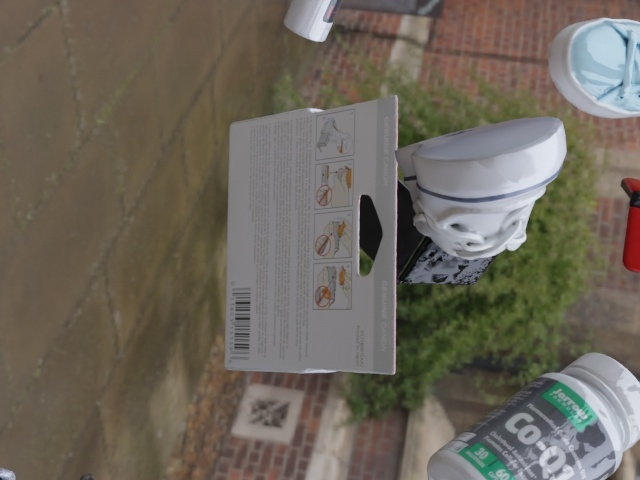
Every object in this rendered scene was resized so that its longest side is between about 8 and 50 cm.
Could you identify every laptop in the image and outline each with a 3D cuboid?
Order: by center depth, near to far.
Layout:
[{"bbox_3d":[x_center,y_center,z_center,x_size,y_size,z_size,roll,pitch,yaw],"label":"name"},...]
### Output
[{"bbox_3d":[0.203,-0.028,1.863,0.234,0.264,0.137,116,-29,-55],"label":"laptop"}]

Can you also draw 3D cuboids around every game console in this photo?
[{"bbox_3d":[0.423,-0.010,1.158,0.124,0.144,0.085,-70,171,-72],"label":"game console"}]

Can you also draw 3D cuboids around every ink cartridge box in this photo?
[{"bbox_3d":[0.000,0.000,1.029,0.060,0.238,0.275,7,82,-49],"label":"ink cartridge box"}]

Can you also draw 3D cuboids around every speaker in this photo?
[{"bbox_3d":[0.007,-0.296,1.118,0.136,0.055,0.055,-63,-179,26],"label":"speaker"}]

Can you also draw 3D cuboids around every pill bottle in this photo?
[{"bbox_3d":[0.374,0.352,1.666,0.361,0.204,0.204,-31,145,-23],"label":"pill bottle"}]

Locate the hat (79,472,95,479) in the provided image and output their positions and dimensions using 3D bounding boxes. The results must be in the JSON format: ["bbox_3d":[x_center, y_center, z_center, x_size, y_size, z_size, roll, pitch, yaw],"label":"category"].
[{"bbox_3d":[-0.414,0.391,1.180,0.331,0.134,0.331,-54,177,-4],"label":"hat"}]

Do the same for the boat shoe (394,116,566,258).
[{"bbox_3d":[0.106,-0.030,0.644,0.258,0.095,0.084,-76,151,-83],"label":"boat shoe"}]

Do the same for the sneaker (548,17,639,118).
[{"bbox_3d":[0.472,-0.222,1.276,0.150,0.365,0.135,168,-75,-64],"label":"sneaker"}]

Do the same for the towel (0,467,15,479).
[{"bbox_3d":[-0.446,0.272,0.869,0.283,0.235,0.121,19,59,-58],"label":"towel"}]
